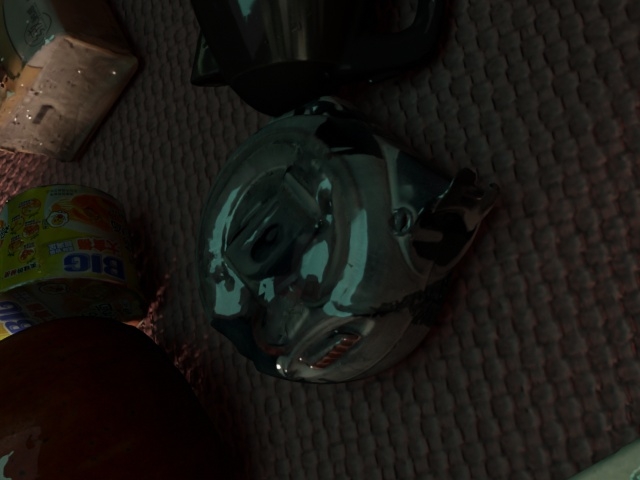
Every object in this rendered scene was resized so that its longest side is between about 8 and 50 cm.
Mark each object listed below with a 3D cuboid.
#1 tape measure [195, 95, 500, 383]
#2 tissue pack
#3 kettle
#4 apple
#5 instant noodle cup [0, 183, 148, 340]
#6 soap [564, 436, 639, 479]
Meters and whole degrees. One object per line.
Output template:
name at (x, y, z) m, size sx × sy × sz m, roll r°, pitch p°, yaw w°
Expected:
tape measure at (0.000, 0.000, 0.810) m, size 0.256 × 0.147 × 0.275 m, roll 42°, pitch 109°, yaw 39°
tissue pack at (-0.437, -0.298, 1.201) m, size 0.238 × 0.239 × 0.305 m, roll -48°, pitch 55°, yaw 25°
kettle at (-0.024, -0.259, 0.874) m, size 0.207 × 0.251 × 0.271 m, roll 160°, pitch 106°, yaw -70°
apple at (-0.297, 0.253, 0.928) m, size 0.295 × 0.365 × 0.329 m, roll 67°, pitch 169°, yaw -13°
instant noodle cup at (-0.322, 0.034, 1.074) m, size 0.205 × 0.205 × 0.153 m, roll -33°, pitch 52°, yaw 33°
soap at (0.248, 0.201, 0.606) m, size 0.198 × 0.063 × 0.114 m, roll -42°, pitch 56°, yaw 28°
